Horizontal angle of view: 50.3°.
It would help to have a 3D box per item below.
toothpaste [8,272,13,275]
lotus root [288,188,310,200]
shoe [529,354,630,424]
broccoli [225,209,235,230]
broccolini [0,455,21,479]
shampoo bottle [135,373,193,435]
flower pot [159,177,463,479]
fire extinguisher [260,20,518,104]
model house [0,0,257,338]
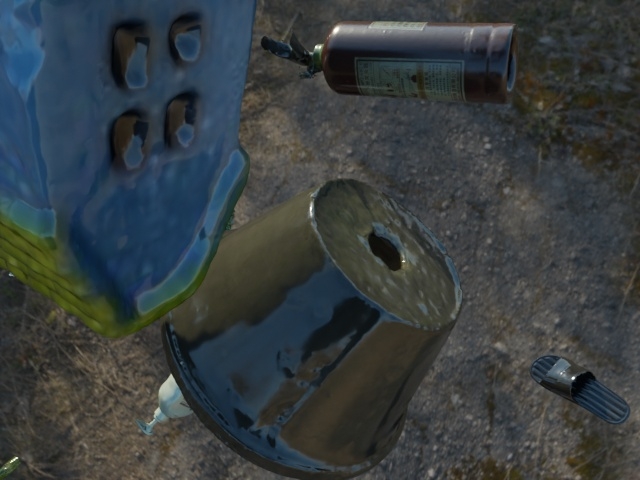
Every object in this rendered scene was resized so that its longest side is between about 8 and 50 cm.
[{"bbox_3d":[-0.398,0.044,1.020,0.164,0.034,0.046,10,101,24],"label":"toothpaste"},{"bbox_3d":[0.004,0.000,0.906,0.203,0.183,0.078,3,27,-31],"label":"lotus root"},{"bbox_3d":[0.403,0.224,1.055,0.159,0.053,0.062,33,77,26],"label":"shoe"},{"bbox_3d":[-0.283,-0.077,1.389,0.194,0.194,0.219,-40,54,-21],"label":"broccoli"},{"bbox_3d":[-0.601,0.449,1.103,0.071,0.057,0.254,51,48,6],"label":"broccolini"},{"bbox_3d":[-0.197,0.221,0.975,0.152,0.077,0.045,-48,49,-1],"label":"shampoo bottle"},{"bbox_3d":[0.012,0.054,0.599,0.269,0.166,0.269,24,39,-21],"label":"flower pot"},{"bbox_3d":[0.061,-0.172,0.630,0.231,0.099,0.071,8,88,19],"label":"fire extinguisher"},{"bbox_3d":[-0.186,-0.087,0.478,0.237,0.303,0.215,25,31,25],"label":"model house"}]
